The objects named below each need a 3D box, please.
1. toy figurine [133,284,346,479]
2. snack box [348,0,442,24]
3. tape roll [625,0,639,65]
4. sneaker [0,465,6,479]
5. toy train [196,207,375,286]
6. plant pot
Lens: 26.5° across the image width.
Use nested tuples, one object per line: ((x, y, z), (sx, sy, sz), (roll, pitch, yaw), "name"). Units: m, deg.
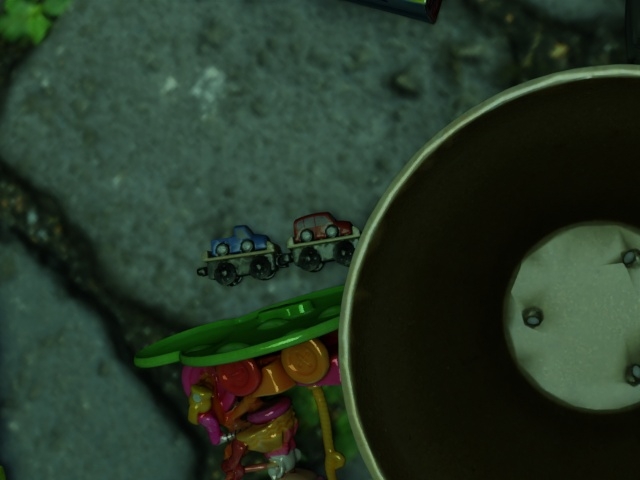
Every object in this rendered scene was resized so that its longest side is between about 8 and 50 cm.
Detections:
((-0.015, 0.123, 0.800), (0.173, 0.130, 0.159), (-14, 97, 31), "toy figurine")
((0.012, -0.253, 0.806), (0.174, 0.070, 0.207), (16, 91, 10), "snack box")
((0.287, -0.138, 0.708), (0.246, 0.169, 0.246), (0, 90, 10), "tape roll")
((-0.269, 0.151, 0.849), (0.123, 0.109, 0.295), (-2, 89, 29), "sneaker")
((0.000, 0.000, 0.829), (0.158, 0.027, 0.036), (-10, 85, 9), "toy train")
((0.145, 0.043, 0.689), (0.237, 0.254, 0.237), (0, 91, 9), "plant pot")
